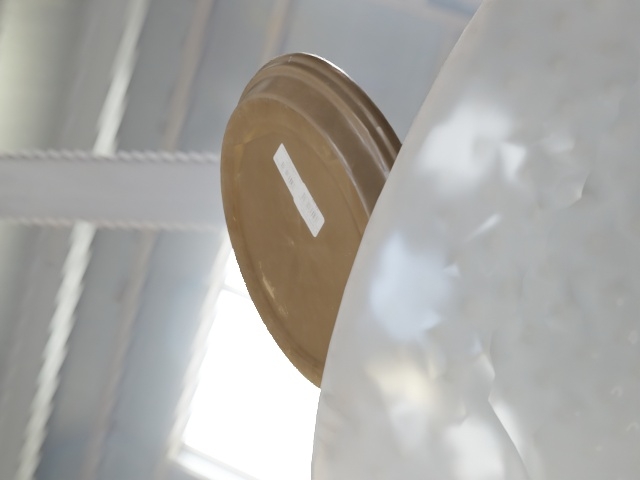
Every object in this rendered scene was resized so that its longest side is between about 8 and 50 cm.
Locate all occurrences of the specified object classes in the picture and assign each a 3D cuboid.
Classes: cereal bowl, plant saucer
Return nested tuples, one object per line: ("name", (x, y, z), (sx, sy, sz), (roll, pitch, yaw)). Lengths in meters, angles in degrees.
("cereal bowl", (0.156, 0.025, 0.648), (0.339, 0.141, 0.339), (-36, -38, -35))
("plant saucer", (0.000, 0.000, 1.417), (0.041, 0.278, 0.277), (-19, -51, -26))
